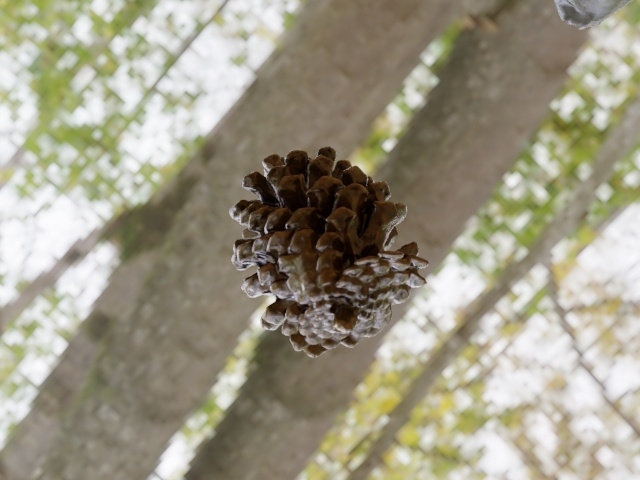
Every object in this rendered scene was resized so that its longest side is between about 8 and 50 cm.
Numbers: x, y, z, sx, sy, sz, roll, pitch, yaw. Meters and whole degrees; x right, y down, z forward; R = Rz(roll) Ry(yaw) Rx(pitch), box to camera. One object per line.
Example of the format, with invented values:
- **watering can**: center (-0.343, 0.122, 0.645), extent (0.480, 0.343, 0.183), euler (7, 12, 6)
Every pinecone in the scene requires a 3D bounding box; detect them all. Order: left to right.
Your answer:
- **pinecone**: center (-0.001, -0.001, 1.964), extent (0.212, 0.185, 0.168), euler (64, -174, 13)

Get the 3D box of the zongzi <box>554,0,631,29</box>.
- **zongzi**: center (0.200, -0.360, 1.066), extent (0.383, 0.319, 0.362), euler (-36, -114, -25)
